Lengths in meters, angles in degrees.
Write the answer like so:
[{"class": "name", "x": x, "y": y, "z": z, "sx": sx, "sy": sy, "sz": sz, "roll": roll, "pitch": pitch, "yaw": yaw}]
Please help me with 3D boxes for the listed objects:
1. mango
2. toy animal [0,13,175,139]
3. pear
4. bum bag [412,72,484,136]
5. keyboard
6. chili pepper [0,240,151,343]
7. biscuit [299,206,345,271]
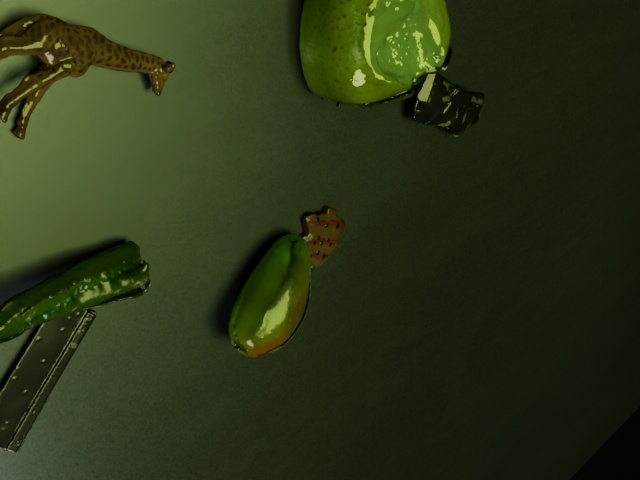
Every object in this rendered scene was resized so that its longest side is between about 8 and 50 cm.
[{"class": "mango", "x": -0.075, "y": 0.096, "z": 1.285, "sx": 0.233, "sy": 0.111, "sz": 0.125, "roll": -64, "pitch": 154, "yaw": -20}, {"class": "toy animal", "x": -0.308, "y": -0.219, "z": 0.930, "sx": 0.275, "sy": 0.054, "sz": 0.149, "roll": -30, "pitch": 131, "yaw": -34}, {"class": "pear", "x": 0.098, "y": -0.378, "z": 1.193, "sx": 0.292, "sy": 0.159, "sz": 0.293, "roll": -19, "pitch": 119, "yaw": -37}, {"class": "bum bag", "x": 0.255, "y": -0.269, "z": 1.478, "sx": 0.232, "sy": 0.060, "sz": 0.107, "roll": 11, "pitch": 110, "yaw": -46}, {"class": "keyboard", "x": -0.406, "y": 0.189, "z": 1.053, "sx": 0.072, "sy": 0.023, "sz": 0.231, "roll": 34, "pitch": 83, "yaw": -41}, {"class": "chili pepper", "x": -0.388, "y": 0.083, "z": 0.977, "sx": 0.359, "sy": 0.076, "sz": 0.085, "roll": -19, "pitch": 105, "yaw": -41}, {"class": "biscuit", "x": 0.000, "y": 0.000, "z": 1.378, "sx": 0.119, "sy": 0.019, "sz": 0.130, "roll": 8, "pitch": 104, "yaw": -47}]
